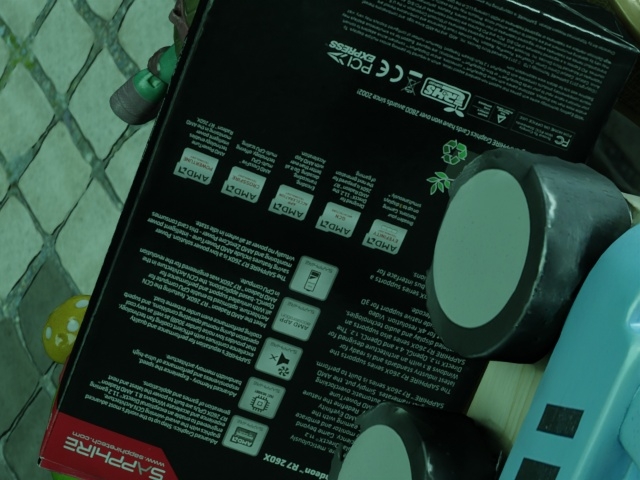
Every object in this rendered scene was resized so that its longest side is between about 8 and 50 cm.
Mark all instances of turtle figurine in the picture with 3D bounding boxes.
[{"bbox_3d":[-0.058,-0.149,1.070,0.234,0.118,0.175,-48,56,33],"label":"turtle figurine"}]

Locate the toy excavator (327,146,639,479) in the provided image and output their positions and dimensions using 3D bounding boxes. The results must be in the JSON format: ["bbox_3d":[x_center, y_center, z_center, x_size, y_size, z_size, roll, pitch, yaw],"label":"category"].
[{"bbox_3d":[0.179,0.217,0.641,0.445,0.222,0.432,44,117,60],"label":"toy excavator"}]

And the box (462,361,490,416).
[{"bbox_3d":[0.114,0.096,0.927,0.164,0.021,0.201,20,100,51],"label":"box"}]

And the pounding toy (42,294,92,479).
[{"bbox_3d":[-0.134,0.071,1.045,0.183,0.110,0.236,0,55,43],"label":"pounding toy"}]

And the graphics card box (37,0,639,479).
[{"bbox_3d":[0.000,0.000,0.869,0.094,0.233,0.370,-87,18,-66],"label":"graphics card box"}]

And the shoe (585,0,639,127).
[{"bbox_3d":[0.194,-0.114,0.882,0.219,0.058,0.076,54,139,36],"label":"shoe"}]
